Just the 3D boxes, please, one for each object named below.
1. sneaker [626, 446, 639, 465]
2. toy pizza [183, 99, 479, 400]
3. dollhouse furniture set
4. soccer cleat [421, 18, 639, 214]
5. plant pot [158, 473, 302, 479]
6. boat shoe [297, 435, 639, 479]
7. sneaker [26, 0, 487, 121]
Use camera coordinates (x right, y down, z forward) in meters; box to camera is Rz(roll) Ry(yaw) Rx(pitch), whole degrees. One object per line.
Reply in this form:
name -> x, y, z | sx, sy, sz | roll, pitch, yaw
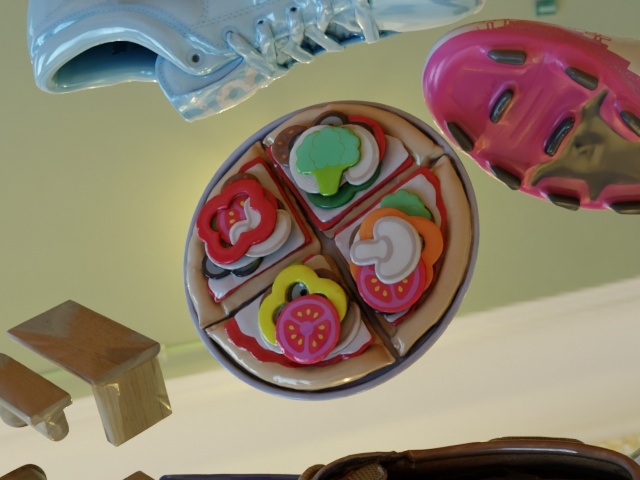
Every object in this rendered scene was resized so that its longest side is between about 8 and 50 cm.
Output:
sneaker -> 0.165, 0.211, 0.909 | 0.295, 0.105, 0.147 | -39, -150, -25
toy pizza -> 0.000, 0.000, 0.792 | 0.201, 0.201, 0.032 | 4, 162, 24
dollhouse furniture set -> -0.192, 0.153, 0.914 | 0.144, 0.151, 0.123 | -28, -149, -33
soccer cleat -> 0.224, -0.083, 0.874 | 0.331, 0.116, 0.143 | 17, -145, -8
plant pot -> -0.028, 0.359, 1.232 | 0.235, 0.236, 0.212 | -3, -116, 13
boat shoe -> 0.015, 0.155, 0.626 | 0.324, 0.116, 0.123 | -11, -137, 7
sneaker -> -0.052, -0.156, 0.954 | 0.365, 0.150, 0.135 | 1, 167, 19
